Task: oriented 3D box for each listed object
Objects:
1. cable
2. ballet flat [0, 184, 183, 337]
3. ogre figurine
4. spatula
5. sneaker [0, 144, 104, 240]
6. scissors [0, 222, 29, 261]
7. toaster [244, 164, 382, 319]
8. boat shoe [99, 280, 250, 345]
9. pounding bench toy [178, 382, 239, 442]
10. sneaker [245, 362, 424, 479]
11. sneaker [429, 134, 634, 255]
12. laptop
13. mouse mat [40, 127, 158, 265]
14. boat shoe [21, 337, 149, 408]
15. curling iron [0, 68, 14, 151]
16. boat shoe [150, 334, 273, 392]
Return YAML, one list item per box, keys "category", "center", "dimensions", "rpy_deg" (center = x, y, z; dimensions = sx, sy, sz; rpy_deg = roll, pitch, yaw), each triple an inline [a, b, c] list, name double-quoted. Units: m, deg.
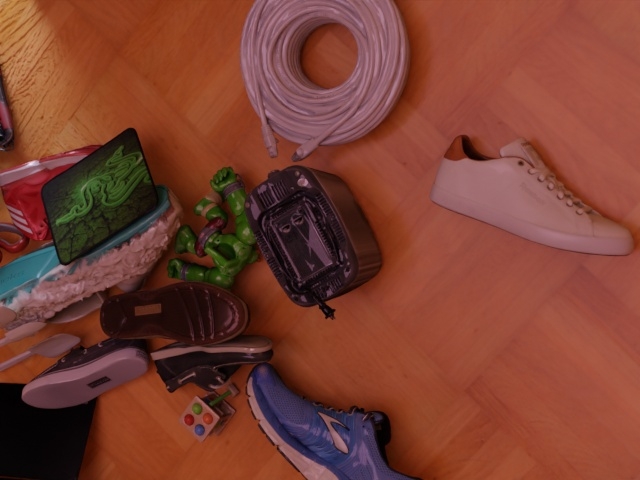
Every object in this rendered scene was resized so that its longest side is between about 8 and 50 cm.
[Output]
- category: "cable"
  center: [0.008, -0.263, 1.858]
  dimensions: [0.257, 0.089, 0.257]
  rpy_deg: [-23, 84, 21]
- category: "ballet flat"
  center: [-0.352, 0.041, 2.011]
  dimensions: [0.409, 0.147, 0.147]
  rpy_deg: [-24, 84, 24]
- category: "ogre figurine"
  center: [-0.152, 0.002, 1.936]
  dimensions: [0.118, 0.097, 0.197]
  rpy_deg: [43, 96, 26]
- category: "spatula"
  center: [-0.517, 0.174, 2.061]
  dimensions: [0.242, 0.168, 0.019]
  rpy_deg: [-27, 57, 30]
- category: "sneaker"
  center: [-0.407, -0.073, 2.052]
  dimensions: [0.221, 0.087, 0.128]
  rpy_deg: [-11, 97, 34]
- category: "scissors"
  center: [-0.596, -0.008, 2.148]
  dimensions: [0.297, 0.109, 0.021]
  rpy_deg: [16, 143, 40]
- category: "toaster"
  center: [0.000, 0.000, 1.844]
  dimensions: [0.129, 0.146, 0.227]
  rpy_deg: [-32, 80, 21]
- category: "boat shoe"
  center: [-0.205, 0.108, 1.950]
  dimensions: [0.257, 0.095, 0.095]
  rpy_deg: [2, 87, 30]
- category: "pounding bench toy"
  center: [-0.165, 0.255, 1.970]
  dimensions: [0.052, 0.065, 0.083]
  rpy_deg: [40, 106, 15]
- category: "sneaker"
  center: [0.025, 0.288, 1.879]
  dimensions: [0.147, 0.130, 0.330]
  rpy_deg: [-45, 69, -5]
- category: "sneaker"
  center: [0.290, -0.066, 1.744]
  dimensions: [0.290, 0.106, 0.123]
  rpy_deg: [21, 103, 21]
- category: "laptop"
  center: [-0.460, 0.382, 2.127]
  dimensions: [0.234, 0.136, 0.264]
  rpy_deg: [0, 119, 23]
- category: "mouse mat"
  center: [-0.332, -0.066, 1.933]
  dimensions: [0.190, 0.007, 0.152]
  rpy_deg: [-31, 60, 15]
- category: "boat shoe"
  center: [-0.370, 0.197, 2.049]
  dimensions: [0.228, 0.080, 0.076]
  rpy_deg: [-24, 47, 22]
- category: "curling iron"
  center: [-0.548, -0.276, 2.110]
  dimensions: [0.068, 0.035, 0.274]
  rpy_deg: [-14, 88, 22]
- category: "boat shoe"
  center: [-0.155, 0.184, 1.941]
  dimensions: [0.233, 0.084, 0.079]
  rpy_deg: [-11, 93, 40]
